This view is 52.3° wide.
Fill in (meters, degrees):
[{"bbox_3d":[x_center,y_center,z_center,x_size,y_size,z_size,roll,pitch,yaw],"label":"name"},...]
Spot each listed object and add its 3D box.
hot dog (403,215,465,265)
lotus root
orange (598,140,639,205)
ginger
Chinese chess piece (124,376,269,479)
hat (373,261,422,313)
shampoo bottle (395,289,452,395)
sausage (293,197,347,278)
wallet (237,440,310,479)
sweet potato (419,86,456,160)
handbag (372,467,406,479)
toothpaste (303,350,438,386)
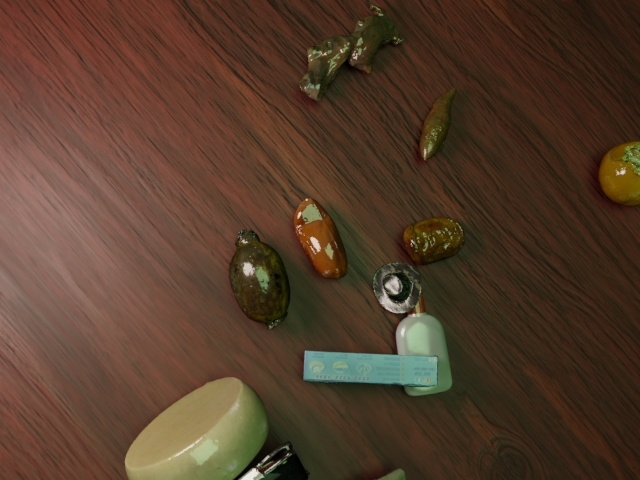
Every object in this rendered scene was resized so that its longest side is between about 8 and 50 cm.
[{"bbox_3d":[0.247,-0.002,1.424,0.147,0.065,0.099,-18,85,-24],"label":"hot dog"},{"bbox_3d":[-0.125,0.078,1.310,0.120,0.120,0.209,-19,89,-13],"label":"lotus root"},{"bbox_3d":[0.727,-0.156,1.507,0.155,0.134,0.154,2,85,-17],"label":"orange"},{"bbox_3d":[0.058,-0.413,1.455,0.290,0.084,0.122,-40,112,-18],"label":"ginger"},{"bbox_3d":[-0.220,0.361,1.174,0.273,0.273,0.102,-34,103,-14],"label":"Chinese chess piece"},{"bbox_3d":[0.157,0.095,1.378,0.121,0.050,0.121,-9,71,27],"label":"hat"},{"bbox_3d":[0.215,0.214,1.389,0.108,0.051,0.221,-7,83,-7],"label":"shampoo bottle"},{"bbox_3d":[0.000,0.000,1.372,0.089,0.089,0.179,-21,82,-13],"label":"sausage"},{"bbox_3d":[-0.130,0.457,1.185,0.221,0.262,0.071,-32,68,-13],"label":"wallet"},{"bbox_3d":[0.266,-0.263,1.476,0.068,0.060,0.206,34,71,-43],"label":"sweet potato"},{"bbox_3d":[0.093,0.640,1.271,0.253,0.109,0.315,-16,90,-9],"label":"handbag"},{"bbox_3d":[0.101,0.263,1.334,0.272,0.053,0.066,2,79,2],"label":"toothpaste"}]
